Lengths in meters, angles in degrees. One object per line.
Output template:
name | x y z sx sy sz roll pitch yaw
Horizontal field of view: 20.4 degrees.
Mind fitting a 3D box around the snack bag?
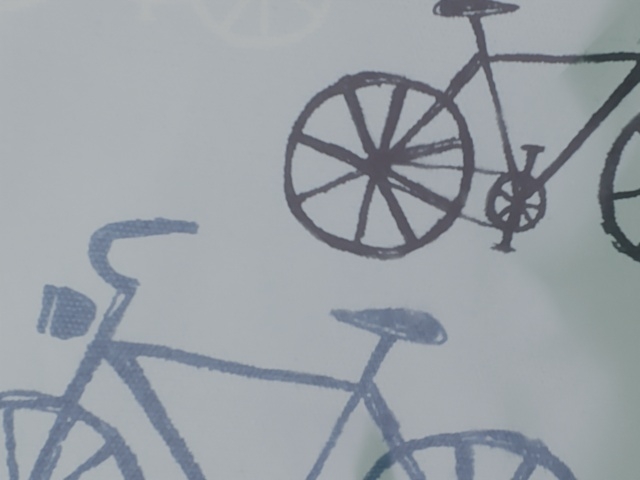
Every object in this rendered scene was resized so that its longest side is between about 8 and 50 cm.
snack bag | 0.000 0.000 0.583 0.323 0.037 0.342 4 98 -14
